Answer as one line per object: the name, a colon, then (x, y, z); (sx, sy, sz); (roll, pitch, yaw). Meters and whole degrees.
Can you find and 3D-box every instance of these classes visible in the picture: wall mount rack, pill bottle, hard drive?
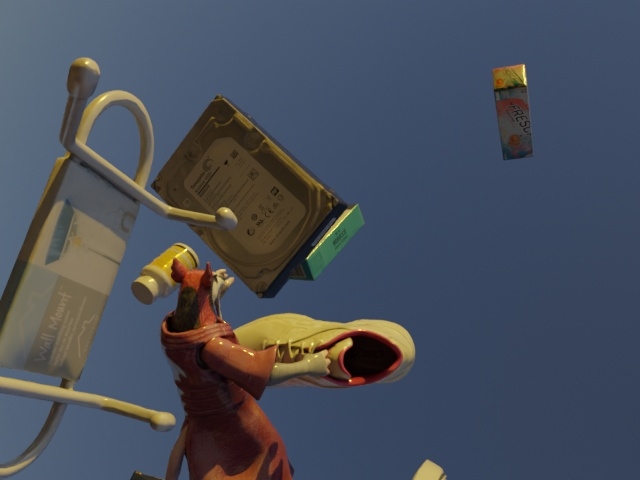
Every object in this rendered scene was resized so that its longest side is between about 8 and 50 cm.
wall mount rack: (-0.183, 0.025, 0.543); (0.131, 0.304, 0.349); (11, -104, 18)
pill bottle: (-0.265, 0.059, 1.188); (0.065, 0.116, 0.065); (17, -53, 23)
hard drive: (-0.144, -0.086, 1.320); (0.339, 0.064, 0.237); (44, -78, 21)

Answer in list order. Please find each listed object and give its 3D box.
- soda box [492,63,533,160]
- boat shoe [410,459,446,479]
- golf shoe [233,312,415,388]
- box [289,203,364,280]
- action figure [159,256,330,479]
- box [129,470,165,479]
soda box: (0.354, -0.231, 1.278); (0.058, 0.183, 0.062); (-6, -127, 18)
boat shoe: (0.159, 0.413, 0.916); (0.157, 0.367, 0.135); (32, -84, 11)
golf shoe: (-0.015, 0.162, 1.011); (0.307, 0.140, 0.115); (-5, -95, 4)
box: (0.000, 0.000, 1.642); (0.101, 0.060, 0.244); (1, -147, 37)
action figure: (-0.153, 0.192, 0.923); (0.248, 0.276, 0.370); (17, -51, 50)
box: (-0.315, 0.557, 1.360); (0.093, 0.156, 0.158); (-73, 177, -66)
